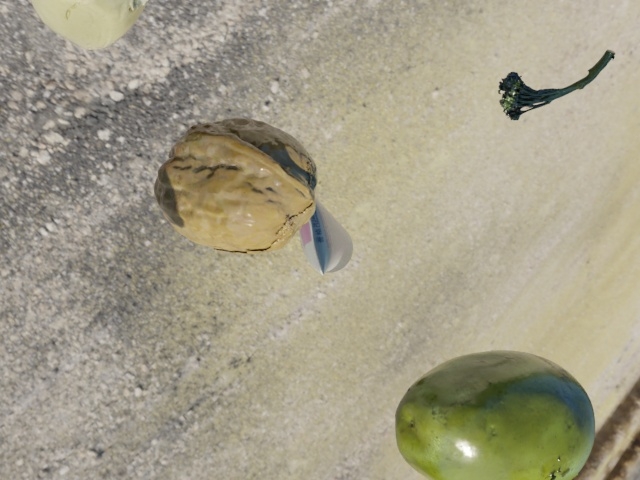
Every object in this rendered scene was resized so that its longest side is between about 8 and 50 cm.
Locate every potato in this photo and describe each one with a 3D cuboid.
[{"bbox_3d":[0.247,0.256,0.857,0.304,0.216,0.216,11,109,-22],"label":"potato"}]

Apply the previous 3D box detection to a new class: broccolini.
[{"bbox_3d":[0.527,-0.377,1.390,0.123,0.271,0.062,38,44,-32],"label":"broccolini"}]

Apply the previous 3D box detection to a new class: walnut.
[{"bbox_3d":[-0.117,-0.078,0.866,0.198,0.245,0.198,-44,141,-51],"label":"walnut"}]

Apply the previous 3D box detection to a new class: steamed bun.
[{"bbox_3d":[-0.310,-0.365,0.857,0.152,0.238,0.170,23,81,-9],"label":"steamed bun"}]

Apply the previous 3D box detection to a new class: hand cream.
[{"bbox_3d":[0.000,0.000,1.325,0.118,0.186,0.358,-13,171,6],"label":"hand cream"}]
